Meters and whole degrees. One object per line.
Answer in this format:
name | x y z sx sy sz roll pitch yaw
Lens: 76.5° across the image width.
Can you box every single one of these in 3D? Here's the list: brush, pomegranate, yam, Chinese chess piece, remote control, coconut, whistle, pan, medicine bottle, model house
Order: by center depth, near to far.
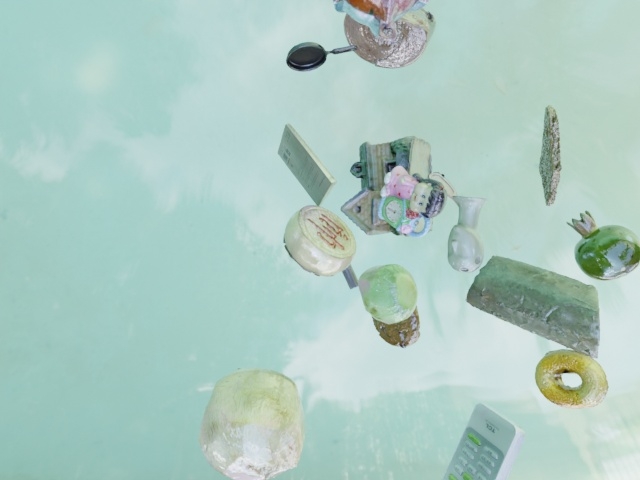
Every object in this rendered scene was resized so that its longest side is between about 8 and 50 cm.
whistle | 0.077 -0.457 0.607 0.142 0.346 0.134 -9 173 13
remote control | 0.279 0.432 0.740 0.034 0.103 0.250 27 88 -22
yam | 0.527 0.148 0.986 0.304 0.168 0.168 21 159 42
coconut | -0.186 0.527 1.138 0.297 0.254 0.297 5 130 6
pomegranate | 0.866 0.013 1.257 0.187 0.225 0.187 -33 166 -9
pan | 0.002 -0.604 1.310 0.235 0.028 0.136 -7 171 12
Chinese chess piece | 0.000 0.000 1.454 0.270 0.270 0.112 20 130 -26
coconut | 0.242 0.192 1.504 0.236 0.205 0.236 24 152 14
brush | 0.582 -0.190 1.802 0.072 0.313 0.067 -23 144 -14
model house | 0.295 -0.244 1.927 0.400 0.445 0.395 3 -172 34
medicine bottle | 0.129 0.138 1.986 0.057 0.199 0.057 -24 177 -1

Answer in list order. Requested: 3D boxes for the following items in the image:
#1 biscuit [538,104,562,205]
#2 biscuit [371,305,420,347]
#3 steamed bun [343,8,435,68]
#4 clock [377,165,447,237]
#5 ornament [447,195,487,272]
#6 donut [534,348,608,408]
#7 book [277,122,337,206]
biscuit | 0.554 -0.198 0.975 0.026 0.131 0.237 -7 148 20
biscuit | 0.322 0.334 1.803 0.075 0.296 0.296 -11 147 -34
steamed bun | 0.232 -0.723 1.420 0.301 0.251 0.199 22 133 -2
clock | 0.284 -0.112 1.252 0.100 0.195 0.194 -10 120 -41
ornament | 0.298 -0.012 0.836 0.081 0.156 0.075 -1 -172 -35
donut | 0.720 0.407 1.186 0.074 0.174 0.190 12 175 -39
book | -0.062 -0.278 1.531 0.025 0.283 0.215 -35 174 -24
